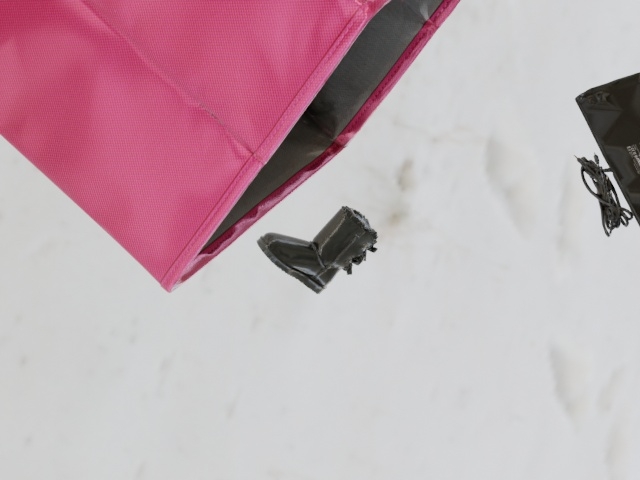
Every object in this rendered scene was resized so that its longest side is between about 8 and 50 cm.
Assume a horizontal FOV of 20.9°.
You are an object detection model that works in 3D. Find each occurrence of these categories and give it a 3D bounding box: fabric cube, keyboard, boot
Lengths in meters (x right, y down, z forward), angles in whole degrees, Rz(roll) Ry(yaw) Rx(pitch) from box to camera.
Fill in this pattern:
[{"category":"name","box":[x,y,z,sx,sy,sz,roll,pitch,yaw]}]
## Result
[{"category":"fabric cube","box":[-0.069,-0.178,1.082,0.259,0.258,0.254,-51,174,37]},{"category":"keyboard","box":[0.268,-0.057,1.466,0.100,0.192,0.038,-17,139,-2]},{"category":"boot","box":[0.000,0.000,1.924,0.099,0.045,0.121,-43,130,13]}]
